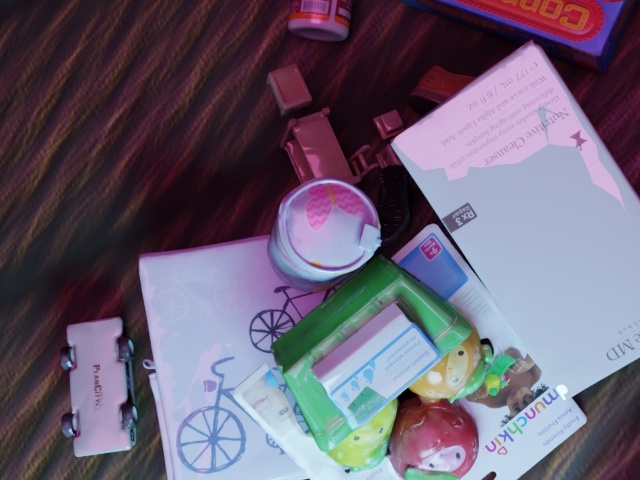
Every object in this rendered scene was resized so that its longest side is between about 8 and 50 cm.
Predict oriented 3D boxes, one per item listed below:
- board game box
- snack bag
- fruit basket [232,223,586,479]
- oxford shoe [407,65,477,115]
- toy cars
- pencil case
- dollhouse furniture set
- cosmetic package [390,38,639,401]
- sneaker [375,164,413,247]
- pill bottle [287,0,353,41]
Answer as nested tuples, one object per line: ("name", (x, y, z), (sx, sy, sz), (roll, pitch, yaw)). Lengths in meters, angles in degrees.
("board game box", (0.288, -0.416, 1.474), (0.308, 0.086, 0.301), (23, 90, 19))
("snack bag", (-0.072, 0.152, 1.491), (0.323, 0.037, 0.342), (-11, 81, -10))
("fruit basket", (0.121, 0.210, 1.396), (0.327, 0.165, 0.353), (-39, 102, -1))
("oxford shoe", (0.227, -0.175, 1.491), (0.212, 0.076, 0.076), (27, 71, 10))
("toy cars", (-0.225, 0.272, 1.541), (0.394, 0.087, 0.176), (41, 83, 16))
("pencil case", (0.000, 0.000, 1.378), (0.124, 0.273, 0.113), (33, 81, 1))
("dollhouse furniture set", (0.030, -0.155, 1.537), (0.161, 0.101, 0.181), (-21, 80, -15))
("cosmetic package", (0.280, -0.027, 1.374), (0.217, 0.156, 0.385), (-35, 91, 14))
("sneaker", (0.095, -0.030, 1.450), (0.051, 0.089, 0.170), (1, 44, 11))
("pill bottle", (0.006, -0.356, 1.544), (0.086, 0.086, 0.152), (8, 86, 13))
